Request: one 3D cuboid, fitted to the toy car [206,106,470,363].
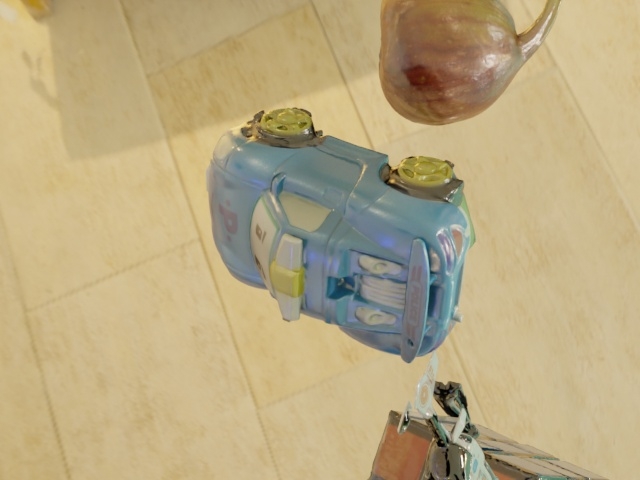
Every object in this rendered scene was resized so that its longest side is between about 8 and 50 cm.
[{"bbox_3d":[0.000,0.000,1.090,0.314,0.198,0.166,23,39,24],"label":"toy car"}]

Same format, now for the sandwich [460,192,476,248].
[{"bbox_3d":[0.199,-0.014,1.635,0.074,0.116,0.074,-49,23,-18],"label":"sandwich"}]

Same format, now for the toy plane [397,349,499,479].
[{"bbox_3d":[0.104,0.173,0.892,0.053,0.197,0.078,3,51,30],"label":"toy plane"}]

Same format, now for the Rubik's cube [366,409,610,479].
[{"bbox_3d":[0.239,0.445,1.696,0.283,0.288,0.293,21,90,39],"label":"Rubik's cube"}]

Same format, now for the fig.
[{"bbox_3d":[0.169,-0.215,1.245,0.207,0.175,0.175,3,71,2],"label":"fig"}]
